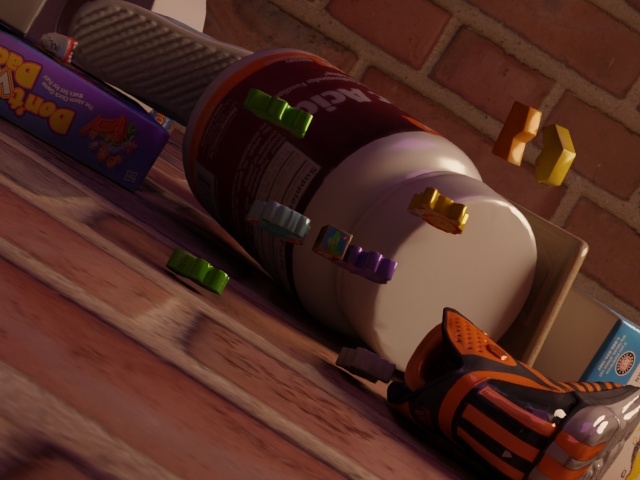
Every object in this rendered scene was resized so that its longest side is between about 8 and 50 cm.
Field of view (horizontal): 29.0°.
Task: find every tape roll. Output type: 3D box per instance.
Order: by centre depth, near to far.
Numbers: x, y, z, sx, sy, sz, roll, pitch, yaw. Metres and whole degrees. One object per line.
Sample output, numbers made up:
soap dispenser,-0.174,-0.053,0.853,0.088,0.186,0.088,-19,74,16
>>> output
tape roll,-0.301,-0.311,1.806,0.100,0.286,0.286,29,4,-45

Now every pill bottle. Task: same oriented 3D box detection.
pill bottle,0.031,-0.038,1.287,0.224,0.224,0.392,29,8,-40

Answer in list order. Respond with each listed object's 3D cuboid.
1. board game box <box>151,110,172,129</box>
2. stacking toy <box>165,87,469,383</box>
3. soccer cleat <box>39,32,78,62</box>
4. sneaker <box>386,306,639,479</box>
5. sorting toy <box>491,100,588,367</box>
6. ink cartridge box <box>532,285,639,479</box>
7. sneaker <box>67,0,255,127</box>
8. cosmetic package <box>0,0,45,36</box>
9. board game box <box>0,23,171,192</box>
board game box,-0.261,-0.221,2.139,0.035,0.136,0.201,32,3,-5
stacking toy,0.000,0.000,1.027,0.221,0.167,0.052,29,-13,-13
soccer cleat,-0.286,-0.211,1.343,0.035,0.029,0.083,22,4,-20
sneaker,0.170,0.131,1.052,0.180,0.125,0.321,35,4,22
sorting toy,0.191,0.021,1.276,0.041,0.307,0.229,18,11,-31
ink cartridge box,0.304,0.168,1.343,0.232,0.171,0.168,30,4,-32
sneaker,-0.132,-0.192,1.534,0.366,0.135,0.150,32,8,-8
cosmetic package,-0.384,-0.313,1.279,0.238,0.107,0.127,28,1,-18
board game box,-0.352,-0.194,1.385,0.347,0.078,0.233,31,3,-22
